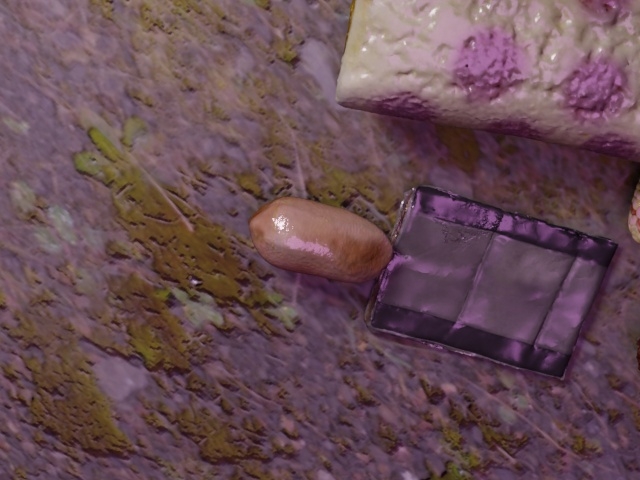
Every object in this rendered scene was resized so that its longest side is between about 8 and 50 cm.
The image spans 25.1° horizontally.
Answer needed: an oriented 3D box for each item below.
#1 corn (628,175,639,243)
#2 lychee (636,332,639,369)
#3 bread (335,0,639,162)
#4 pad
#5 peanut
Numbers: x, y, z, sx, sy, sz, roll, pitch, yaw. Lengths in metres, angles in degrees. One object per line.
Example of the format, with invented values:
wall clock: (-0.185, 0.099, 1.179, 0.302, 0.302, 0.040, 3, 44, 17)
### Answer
corn: (0.381, -0.105, 1.423, 0.086, 0.086, 0.253, 18, 109, -8)
lychee: (0.394, 0.121, 1.492, 0.123, 0.129, 0.123, -25, 127, -37)
bread: (0.191, -0.188, 1.350, 0.338, 0.155, 0.187, 11, 105, -5)
pad: (0.176, 0.048, 1.508, 0.233, 0.022, 0.174, 16, 109, -8)
peanut: (0.000, 0.000, 1.461, 0.152, 0.076, 0.076, 15, 109, -4)
